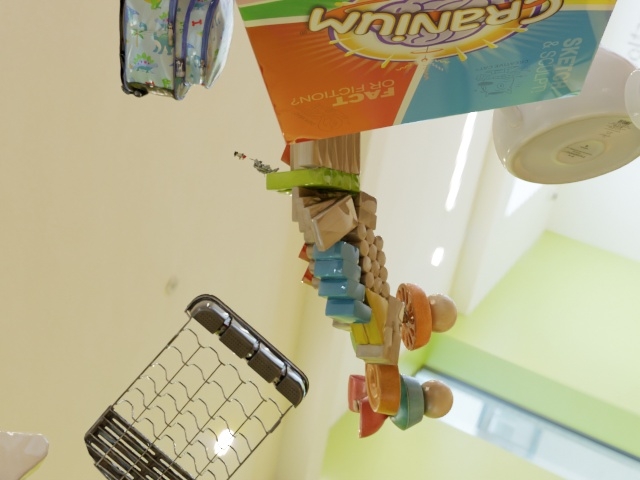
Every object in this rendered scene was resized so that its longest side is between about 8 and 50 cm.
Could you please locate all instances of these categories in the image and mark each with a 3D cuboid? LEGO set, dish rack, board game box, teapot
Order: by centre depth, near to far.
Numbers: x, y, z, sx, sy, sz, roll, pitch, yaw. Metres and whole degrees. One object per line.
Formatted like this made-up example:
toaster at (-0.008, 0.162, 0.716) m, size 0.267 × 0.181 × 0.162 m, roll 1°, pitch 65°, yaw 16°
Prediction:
board game box at (0.068, -0.172, 0.524) m, size 0.316 × 0.242 × 0.064 m, roll 69°, pitch -168°, yaw -71°
dish rack at (-0.169, 0.233, 1.124) m, size 0.271 × 0.208 × 0.074 m, roll -49°, pitch 4°, yaw -3°
teapot at (0.361, -0.211, 1.236) m, size 0.256 × 0.252 × 0.187 m, roll 53°, pitch -152°, yaw -64°
LEGO set at (-0.108, -0.124, 1.397) m, size 0.054 × 0.083 × 0.023 m, roll -157°, pitch 86°, yaw -76°

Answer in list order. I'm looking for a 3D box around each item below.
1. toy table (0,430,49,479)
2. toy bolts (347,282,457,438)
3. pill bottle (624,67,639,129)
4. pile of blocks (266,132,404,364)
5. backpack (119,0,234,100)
toy table at (-0.401, 0.267, 0.887) m, size 0.252 × 0.161 × 0.274 m, roll -45°, pitch -45°, yaw 14°
toy bolts at (0.136, 0.198, 1.231) m, size 0.218 × 0.158 × 0.229 m, roll -109°, pitch 19°, yaw -58°
pill bottle at (0.465, -0.183, 0.961) m, size 0.117 × 0.215 × 0.117 m, roll 3°, pitch -95°, yaw -33°
pile of blocks at (0.000, 0.000, 1.038) m, size 0.149 × 0.112 × 0.362 m, roll -33°, pitch -67°, yaw -52°
backpack at (-0.117, -0.185, 0.696) m, size 0.105 × 0.084 × 0.114 m, roll -74°, pitch -10°, yaw -57°
